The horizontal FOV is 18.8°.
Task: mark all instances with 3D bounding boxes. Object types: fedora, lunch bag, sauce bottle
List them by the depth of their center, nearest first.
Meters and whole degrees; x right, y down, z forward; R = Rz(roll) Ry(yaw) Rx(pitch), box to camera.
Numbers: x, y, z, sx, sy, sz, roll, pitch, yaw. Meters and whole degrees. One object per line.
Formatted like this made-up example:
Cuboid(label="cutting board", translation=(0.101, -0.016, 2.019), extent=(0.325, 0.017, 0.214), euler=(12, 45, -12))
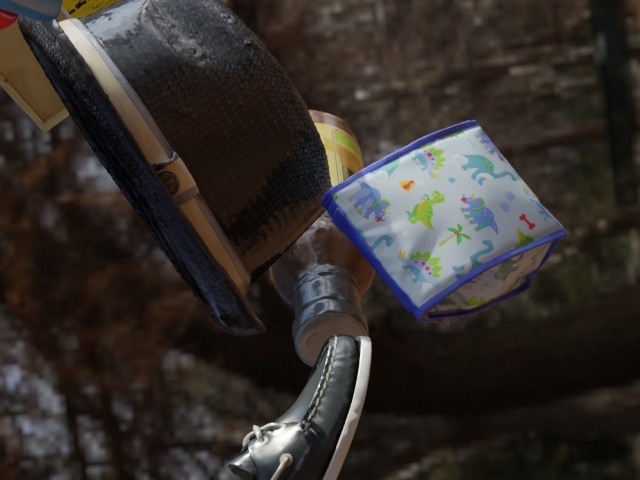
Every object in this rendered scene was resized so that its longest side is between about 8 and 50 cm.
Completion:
Cuboid(label="lunch bag", translation=(0.091, -0.007, 1.498), extent=(0.129, 0.151, 0.096), euler=(51, 136, 21))
Cuboid(label="fedora", translation=(-0.099, -0.091, 1.560), extent=(0.334, 0.152, 0.334), euler=(55, 173, 10))
Cuboid(label="sauce bottle", translation=(0.000, 0.000, 1.915), extent=(0.344, 0.111, 0.111), euler=(-96, -6, -54))

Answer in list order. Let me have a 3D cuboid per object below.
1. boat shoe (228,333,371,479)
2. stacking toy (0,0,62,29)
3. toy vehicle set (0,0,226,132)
Cuboid(label="boat shoe", translation=(-0.037, 0.210, 1.659), extent=(0.114, 0.091, 0.303), euler=(120, 170, -68))
Cuboid(label="stacking toy", translation=(-0.345, -0.180, 1.348), extent=(0.175, 0.301, 0.166), euler=(65, -172, 2))
Cuboid(label="toy vehicle set", translation=(-0.216, -0.243, 1.865), extent=(0.166, 0.267, 0.035), euler=(51, -169, -26))
